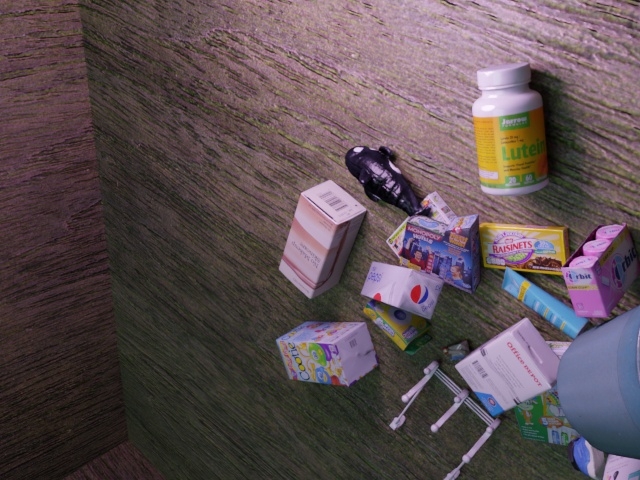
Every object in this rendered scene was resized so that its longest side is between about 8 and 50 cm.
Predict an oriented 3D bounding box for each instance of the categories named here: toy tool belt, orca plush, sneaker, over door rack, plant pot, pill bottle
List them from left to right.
[{"bbox_3d":[0.135,-0.131,1.635,0.287,0.102,0.151,59,141,20],"label":"orca plush"},{"bbox_3d":[0.322,0.515,1.807,0.239,0.108,0.324,43,136,24],"label":"over door rack"},{"bbox_3d":[0.352,0.292,1.700,0.083,0.052,0.051,-31,78,51],"label":"toy tool belt"},{"bbox_3d":[0.379,-0.224,1.328,0.136,0.136,0.246,7,115,45],"label":"pill bottle"},{"bbox_3d":[0.576,0.437,1.446,0.084,0.058,0.152,1,99,63],"label":"sneaker"},{"bbox_3d":[0.610,0.251,1.158,0.341,0.341,0.334,56,162,9],"label":"plant pot"}]

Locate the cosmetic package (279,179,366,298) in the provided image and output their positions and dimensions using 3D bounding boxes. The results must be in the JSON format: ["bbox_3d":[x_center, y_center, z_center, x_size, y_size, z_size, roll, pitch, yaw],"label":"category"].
[{"bbox_3d":[0.000,0.000,1.864,0.153,0.129,0.296,40,135,25],"label":"cosmetic package"}]

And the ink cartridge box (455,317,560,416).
[{"bbox_3d":[0.430,0.291,1.504,0.148,0.085,0.203,54,138,11],"label":"ink cartridge box"}]

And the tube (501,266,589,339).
[{"bbox_3d":[0.493,0.138,1.469,0.207,0.052,0.080,38,147,31],"label":"tube"}]

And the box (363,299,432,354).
[{"bbox_3d":[0.213,0.217,1.767,0.179,0.105,0.043,45,139,21],"label":"box"}]

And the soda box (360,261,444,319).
[{"bbox_3d":[0.194,0.118,1.627,0.286,0.091,0.098,-170,102,-76],"label":"soda box"}]

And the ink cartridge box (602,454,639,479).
[{"bbox_3d":[0.677,0.539,1.273,0.197,0.270,0.198,40,137,0],"label":"ink cartridge box"}]

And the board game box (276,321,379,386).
[{"bbox_3d":[0.018,0.341,2.015,0.275,0.144,0.142,-7,106,49],"label":"board game box"}]

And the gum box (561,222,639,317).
[{"bbox_3d":[0.542,0.052,1.265,0.062,0.188,0.107,-5,113,49],"label":"gum box"}]

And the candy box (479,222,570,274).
[{"bbox_3d":[0.450,0.017,1.466,0.205,0.027,0.105,5,111,46],"label":"candy box"}]

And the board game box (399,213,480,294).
[{"bbox_3d":[0.294,0.009,1.547,0.194,0.060,0.194,23,135,19],"label":"board game box"}]

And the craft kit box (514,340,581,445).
[{"bbox_3d":[0.552,0.352,1.515,0.249,0.061,0.247,-8,101,49],"label":"craft kit box"}]

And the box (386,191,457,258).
[{"bbox_3d":[0.258,-0.017,1.648,0.114,0.036,0.207,52,139,13],"label":"box"}]
